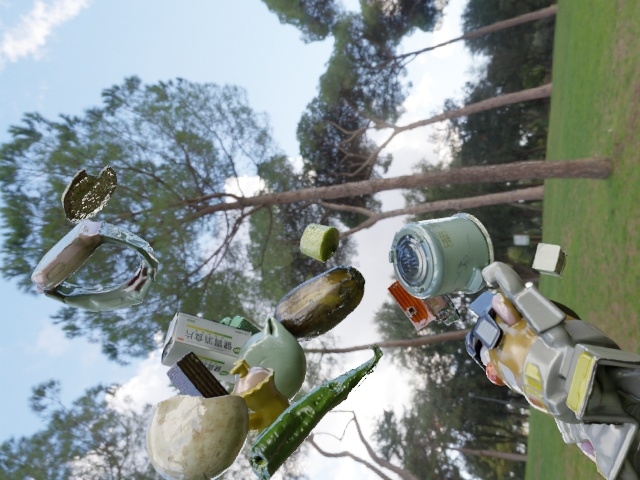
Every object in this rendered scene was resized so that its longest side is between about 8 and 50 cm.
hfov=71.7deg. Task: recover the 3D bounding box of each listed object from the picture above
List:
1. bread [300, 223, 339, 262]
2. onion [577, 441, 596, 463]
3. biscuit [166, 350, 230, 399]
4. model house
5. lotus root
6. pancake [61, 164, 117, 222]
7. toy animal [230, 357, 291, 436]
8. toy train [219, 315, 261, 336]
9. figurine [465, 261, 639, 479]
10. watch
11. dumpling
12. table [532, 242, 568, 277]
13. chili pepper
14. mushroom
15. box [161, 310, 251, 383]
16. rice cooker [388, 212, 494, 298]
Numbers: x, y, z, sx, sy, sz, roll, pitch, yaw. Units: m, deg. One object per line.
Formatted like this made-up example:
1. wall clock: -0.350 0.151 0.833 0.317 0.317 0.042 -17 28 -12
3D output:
1. bread: 0.000 0.000 1.536 0.129 0.115 0.111 -44 -41 -46
2. onion: 0.639 0.387 1.030 0.283 0.120 0.227 -105 25 -46
3. biscuit: -0.344 0.450 1.313 0.252 0.106 0.070 49 -136 1
4. model house: 0.359 0.219 1.660 0.293 0.154 0.207 55 168 15
5. lotus root: -0.017 0.232 1.560 0.179 0.398 0.195 47 -163 -29
6. pancake: -0.765 -0.154 1.474 0.211 0.029 0.235 -63 -6 14
7. toy animal: -0.158 0.421 1.186 0.229 0.156 0.156 54 -143 -7
8. toy train: -0.431 0.487 2.125 0.145 0.202 0.265 44 -117 -32
9. figurine: 0.302 0.160 0.576 0.308 0.143 0.308 166 90 -86
10. watch: -0.565 0.078 1.158 0.241 0.253 0.161 46 -173 -30
11. dumpling: -0.179 0.408 1.425 0.211 0.270 0.320 59 -138 -20
12. table: 0.672 0.060 1.291 0.083 0.062 0.079 25 -99 -43
13. chili pepper: 0.001 0.324 0.885 0.359 0.077 0.084 -30 -68 -42
14. mushroom: -0.291 0.487 1.063 0.195 0.254 0.188 62 -158 -48
15. box: -0.449 0.424 1.757 0.145 0.333 0.173 -60 22 22
16. rice cooker: 0.394 0.049 1.412 0.316 0.317 0.264 -48 -27 -51
